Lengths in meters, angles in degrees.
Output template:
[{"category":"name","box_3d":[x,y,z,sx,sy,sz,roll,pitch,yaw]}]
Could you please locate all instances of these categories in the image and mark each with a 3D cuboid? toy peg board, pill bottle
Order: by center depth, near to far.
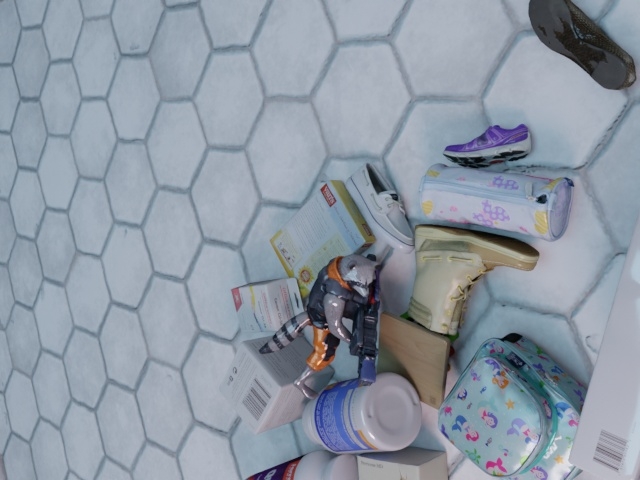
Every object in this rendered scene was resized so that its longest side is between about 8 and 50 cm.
[{"category":"toy peg board","box_3d":[0.204,0.231,1.395,0.161,0.079,0.161,21,121,39]},{"category":"pill bottle","box_3d":[0.073,0.366,1.429,0.272,0.152,0.152,-28,73,54]},{"category":"pill bottle","box_3d":[-0.040,0.581,1.534,0.323,0.181,0.182,-34,70,36]}]

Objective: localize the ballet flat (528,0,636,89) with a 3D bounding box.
[{"category":"ballet flat","box_3d":[0.449,-0.346,1.172,0.250,0.058,0.084,56,146,31]}]

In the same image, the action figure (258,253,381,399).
[{"category":"action figure","box_3d":[0.017,0.168,1.381,0.330,0.178,0.341,-59,15,30]}]

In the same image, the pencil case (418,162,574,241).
[{"category":"pencil case","box_3d":[0.315,-0.073,1.245,0.273,0.124,0.114,13,100,41]}]

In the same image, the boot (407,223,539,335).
[{"category":"boot","box_3d":[0.280,0.084,1.298,0.261,0.095,0.204,13,99,41]}]

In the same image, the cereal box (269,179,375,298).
[{"category":"cereal box","box_3d":[0.000,0.000,1.568,0.240,0.047,0.173,-42,66,33]}]

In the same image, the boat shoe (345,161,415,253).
[{"category":"boat shoe","box_3d":[0.132,-0.074,1.428,0.226,0.083,0.076,52,123,28]}]

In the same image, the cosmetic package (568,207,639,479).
[{"category":"cosmetic package","box_3d":[0.497,0.135,0.990,0.097,0.284,0.378,21,104,40]}]

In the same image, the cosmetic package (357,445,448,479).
[{"category":"cosmetic package","box_3d":[0.176,0.588,1.395,0.160,0.113,0.310,-7,88,41]}]

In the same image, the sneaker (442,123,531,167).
[{"category":"sneaker","box_3d":[0.315,-0.181,1.294,0.169,0.068,0.071,-6,72,32]}]

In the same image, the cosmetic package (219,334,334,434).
[{"category":"cosmetic package","box_3d":[-0.101,0.322,1.576,0.151,0.183,0.151,43,118,31]}]

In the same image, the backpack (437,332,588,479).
[{"category":"backpack","box_3d":[0.350,0.312,1.196,0.253,0.191,0.225,40,116,27]}]

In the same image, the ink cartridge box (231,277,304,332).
[{"category":"ink cartridge box","box_3d":[-0.126,0.155,1.638,0.198,0.067,0.115,-13,92,50]}]
